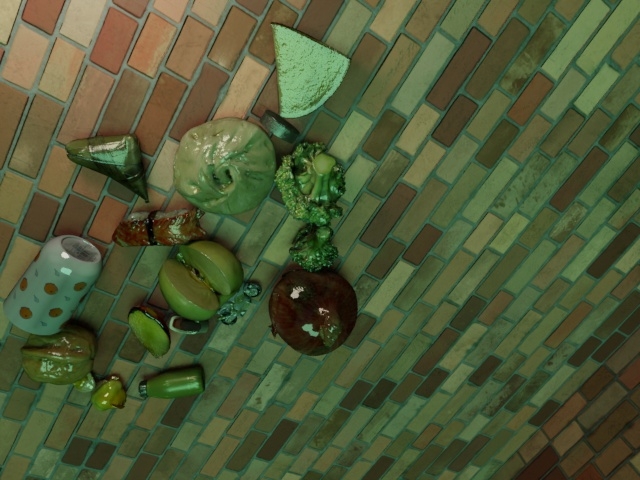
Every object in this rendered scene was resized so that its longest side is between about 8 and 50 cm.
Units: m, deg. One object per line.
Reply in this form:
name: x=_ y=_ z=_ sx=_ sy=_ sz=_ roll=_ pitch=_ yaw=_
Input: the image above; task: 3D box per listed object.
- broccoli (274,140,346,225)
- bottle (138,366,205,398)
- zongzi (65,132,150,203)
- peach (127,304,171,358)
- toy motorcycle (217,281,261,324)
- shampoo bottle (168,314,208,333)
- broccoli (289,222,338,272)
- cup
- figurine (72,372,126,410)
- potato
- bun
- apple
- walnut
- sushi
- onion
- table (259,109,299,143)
broccoli: x=-0.031 y=-0.190 z=1.589 sx=0.235 sy=0.260 sz=0.288 roll=-36 pitch=79 yaw=10
bottle: x=-0.619 y=0.602 z=1.988 sx=0.261 sy=0.112 sz=0.112 roll=-8 pitch=117 yaw=-5
zongzi: x=-0.693 y=-0.227 z=1.567 sx=0.221 sy=0.112 sz=0.241 roll=-6 pitch=118 yaw=-8
peach: x=-0.649 y=0.350 z=1.857 sx=0.189 sy=0.068 sz=0.279 roll=20 pitch=132 yaw=18
toy motorcycle: x=-0.346 y=0.230 z=1.872 sx=0.152 sy=0.073 sz=0.225 roll=36 pitch=104 yaw=-21
shampoo bottle: x=-0.495 y=0.318 z=1.783 sx=0.153 sy=0.284 sz=0.071 roll=13 pitch=81 yaw=-12
broccoli: x=0.006 y=-0.011 z=1.727 sx=0.177 sy=0.198 sz=0.274 roll=30 pitch=142 yaw=-1
cup: x=-0.914 y=0.146 z=1.660 sx=0.212 sy=0.212 sz=0.317 roll=36 pitch=105 yaw=-23
figurine: x=-0.905 y=0.613 z=1.951 sx=0.247 sy=0.131 sz=0.156 roll=32 pitch=93 yaw=-11
potato: x=-0.077 y=-0.523 z=1.524 sx=0.270 sy=0.112 sz=0.255 roll=21 pitch=115 yaw=-15
bun: x=-0.311 y=-0.227 z=1.568 sx=0.362 sy=0.234 sz=0.326 roll=-26 pitch=123 yaw=12
apple: x=-0.425 y=0.136 z=1.694 sx=0.254 sy=0.292 sz=0.292 roll=42 pitch=105 yaw=6
walnut: x=-0.979 y=0.424 z=1.782 sx=0.257 sy=0.257 sz=0.224 roll=11 pitch=81 yaw=-14
sushi: x=-0.559 y=-0.045 z=1.649 sx=0.333 sy=0.130 sz=0.124 roll=-1 pitch=113 yaw=14
onion: x=-0.033 y=0.270 z=1.824 sx=0.354 sy=0.353 sz=0.353 roll=-4 pitch=116 yaw=-7
table: x=-0.135 y=-0.376 z=1.572 sx=0.134 sy=0.133 sz=0.043 roll=30 pitch=109 yaw=-21
